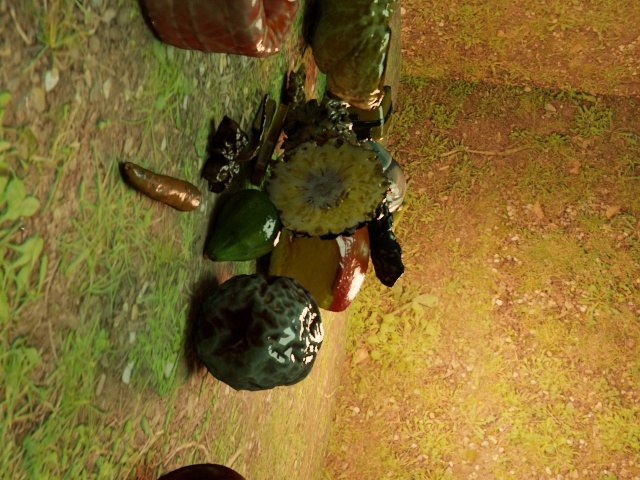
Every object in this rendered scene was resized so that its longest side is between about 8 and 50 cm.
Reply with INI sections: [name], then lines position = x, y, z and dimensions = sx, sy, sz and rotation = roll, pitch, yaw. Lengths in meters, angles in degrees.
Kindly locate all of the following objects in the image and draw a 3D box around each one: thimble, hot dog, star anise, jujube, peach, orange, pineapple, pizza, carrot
[thimble]
position = -0.118, -0.358, 0.903
dimensions = 0.239, 0.162, 0.240
rotation = 9, 90, -79
[hot dog]
position = -0.112, -0.247, 1.388
dimensions = 0.034, 0.030, 0.090
rotation = 99, 5, -55
[star anise]
position = -0.140, -0.167, 1.167
dimensions = 0.191, 0.070, 0.097
rotation = -69, 158, -1
[jujube]
position = -0.106, 0.169, 1.278
dimensions = 0.317, 0.225, 0.226
rotation = 43, 56, -71
[peach]
position = 0.000, 0.000, 1.618
dimensions = 0.380, 0.242, 0.307
rotation = 12, 91, -79
[orange]
position = 0.083, -0.525, 1.708
dimensions = 0.271, 0.210, 0.369
rotation = 166, -65, -76
[pineapple]
position = 0.006, -0.177, 1.365
dimensions = 0.272, 0.262, 0.263
rotation = -96, -177, -46
[pizza]
position = -0.057, -0.305, 1.572
dimensions = 0.188, 0.062, 0.199
rotation = -94, -176, -80
[carrot]
position = -0.217, -0.072, 0.937
dimensions = 0.191, 0.047, 0.047
rotation = 21, 77, -73

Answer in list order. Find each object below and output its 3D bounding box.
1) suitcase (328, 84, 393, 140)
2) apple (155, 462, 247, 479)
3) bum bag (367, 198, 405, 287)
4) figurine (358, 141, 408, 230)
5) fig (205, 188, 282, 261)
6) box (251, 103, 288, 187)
[suitcase]
position = 0.115, -0.393, 2.061
dimensions = 0.235, 0.193, 0.143
rotation = -65, 152, -58
[apple]
position = -0.184, 0.450, 1.018
dimensions = 0.218, 0.218, 0.202
rotation = -66, 158, -56
[bum bag]
position = 0.148, -0.006, 1.675
dimensions = 0.102, 0.069, 0.248
rotation = 140, -67, -69
[figurine]
position = 0.180, -0.269, 2.344
dimensions = 0.362, 0.266, 0.378
rotation = -78, 171, -49
[fig]
position = -0.146, -0.015, 1.233
dimensions = 0.156, 0.123, 0.123
rotation = -33, 145, -24
[box]
position = -0.103, -0.193, 1.400
dimensions = 0.089, 0.022, 0.157
rotation = 121, -11, -65
